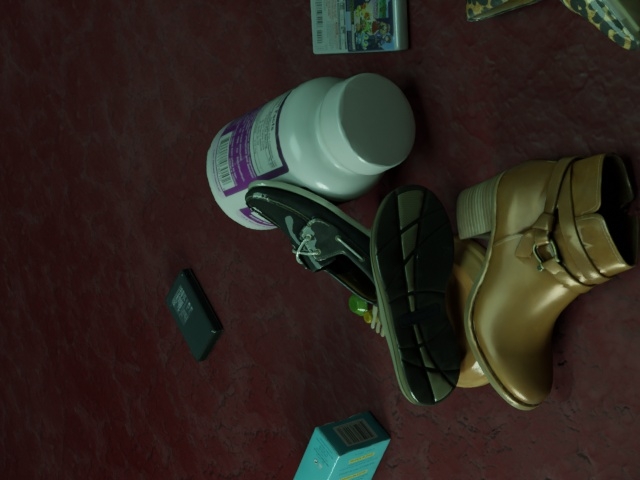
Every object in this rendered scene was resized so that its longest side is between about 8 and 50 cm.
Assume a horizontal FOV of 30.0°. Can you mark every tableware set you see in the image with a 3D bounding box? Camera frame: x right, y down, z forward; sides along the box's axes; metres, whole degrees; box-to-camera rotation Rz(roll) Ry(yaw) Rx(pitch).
[{"bbox_3d":[0.079,0.048,1.652,0.104,0.024,0.154,37,127,46],"label":"tableware set"}]

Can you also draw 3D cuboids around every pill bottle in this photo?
[{"bbox_3d":[-0.013,-0.122,1.609,0.301,0.169,0.169,-18,84,53],"label":"pill bottle"}]

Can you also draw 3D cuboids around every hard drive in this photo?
[{"bbox_3d":[-0.220,0.129,2.062,0.135,0.022,0.094,59,138,26],"label":"hard drive"}]

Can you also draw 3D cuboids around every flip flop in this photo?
[{"bbox_3d":[0.113,0.069,1.494,0.080,0.112,0.277,-166,65,-66],"label":"flip flop"}]

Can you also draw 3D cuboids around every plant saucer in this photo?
[{"bbox_3d":[0.167,0.093,1.532,0.200,0.037,0.199,15,109,50],"label":"plant saucer"}]

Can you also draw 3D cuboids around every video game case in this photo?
[{"bbox_3d":[0.048,-0.352,1.596,0.183,0.023,0.201,9,104,52],"label":"video game case"}]

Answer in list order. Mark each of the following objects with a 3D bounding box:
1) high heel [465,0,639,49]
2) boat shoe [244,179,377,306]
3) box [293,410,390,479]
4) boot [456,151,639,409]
[{"bbox_3d":[0.248,-0.246,1.292,0.186,0.093,0.261,-57,41,39],"label":"high heel"},{"bbox_3d":[0.000,0.000,1.547,0.233,0.079,0.084,32,153,-5],"label":"boat shoe"},{"bbox_3d":[0.012,0.363,1.747,0.060,0.101,0.244,48,134,34],"label":"box"},{"bbox_3d":[0.272,0.045,1.345,0.220,0.109,0.283,-14,79,49],"label":"boot"}]
